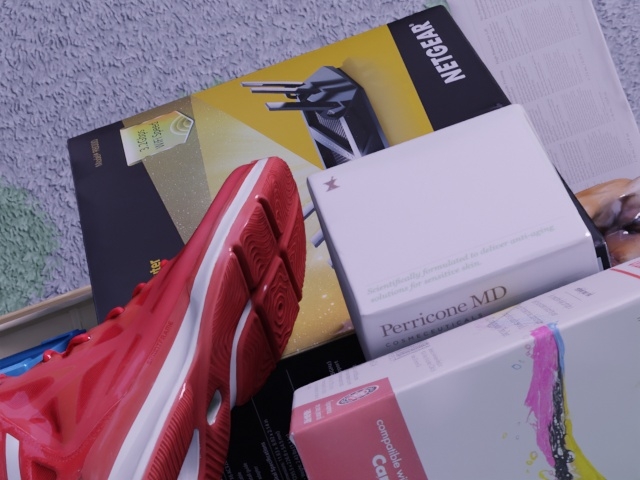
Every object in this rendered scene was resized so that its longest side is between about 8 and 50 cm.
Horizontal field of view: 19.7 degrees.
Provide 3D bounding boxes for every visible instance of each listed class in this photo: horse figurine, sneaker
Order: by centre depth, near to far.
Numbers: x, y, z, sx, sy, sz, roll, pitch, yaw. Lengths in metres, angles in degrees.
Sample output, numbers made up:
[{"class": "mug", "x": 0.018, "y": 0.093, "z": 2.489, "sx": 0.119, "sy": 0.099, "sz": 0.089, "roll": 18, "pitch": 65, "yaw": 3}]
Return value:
[{"class": "sneaker", "x": -0.093, "y": 0.045, "z": 0.805, "sx": 0.128, "sy": 0.087, "sz": 0.221, "roll": 5, "pitch": 47, "yaw": 21}, {"class": "horse figurine", "x": 0.228, "y": -0.012, "z": 1.176, "sx": 0.263, "sy": 0.066, "sz": 0.174, "roll": -18, "pitch": 8, "yaw": 3}]

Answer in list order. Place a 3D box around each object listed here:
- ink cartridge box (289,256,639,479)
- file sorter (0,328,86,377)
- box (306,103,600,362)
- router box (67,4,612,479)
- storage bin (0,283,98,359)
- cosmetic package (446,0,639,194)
[{"class": "ink cartridge box", "x": 0.092, "y": 0.056, "z": 0.670, "sx": 0.198, "sy": 0.067, "sz": 0.115, "roll": -22, "pitch": 2, "yaw": 1}, {"class": "file sorter", "x": -0.175, "y": 0.121, "z": 0.966, "sx": 0.118, "sy": 0.105, "sz": 0.170, "roll": -19, "pitch": 3, "yaw": 3}, {"class": "box", "x": 0.060, "y": 0.015, "z": 0.779, "sx": 0.101, "sy": 0.087, "sz": 0.102, "roll": -19, "pitch": 40, "yaw": -1}, {"class": "router box", "x": 0.000, "y": 0.000, "z": 0.984, "sx": 0.242, "sy": 0.081, "sz": 0.309, "roll": -20, "pitch": 30, "yaw": -2}, {"class": "storage bin", "x": -0.199, "y": 0.112, "z": 1.211, "sx": 0.260, "sy": 0.123, "sz": 0.262, "roll": -20, "pitch": 3, "yaw": -5}, {"class": "cosmetic package", "x": 0.171, "y": -0.090, "z": 1.318, "sx": 0.098, "sy": 0.239, "sz": 0.060, "roll": -19, "pitch": 3, "yaw": 7}]
